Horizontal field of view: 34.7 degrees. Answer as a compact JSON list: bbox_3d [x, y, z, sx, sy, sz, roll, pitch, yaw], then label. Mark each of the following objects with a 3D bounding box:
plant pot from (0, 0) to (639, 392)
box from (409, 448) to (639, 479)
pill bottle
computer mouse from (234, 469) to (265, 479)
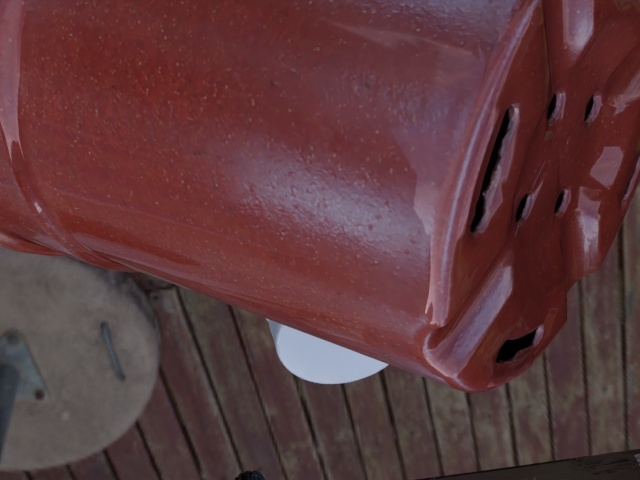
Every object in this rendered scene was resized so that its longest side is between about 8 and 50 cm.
[{"bbox_3d":[-0.004,-0.074,0.464,0.265,0.272,0.272,24,132,30],"label":"plant pot"},{"bbox_3d":[0.105,0.194,0.608,0.257,0.322,0.079,-12,84,12],"label":"box"},{"bbox_3d":[0.000,0.000,1.074,0.161,0.283,0.161,-7,131,-8],"label":"pill bottle"},{"bbox_3d":[-0.099,0.248,0.876,0.193,0.106,0.042,5,133,-42],"label":"computer mouse"}]
